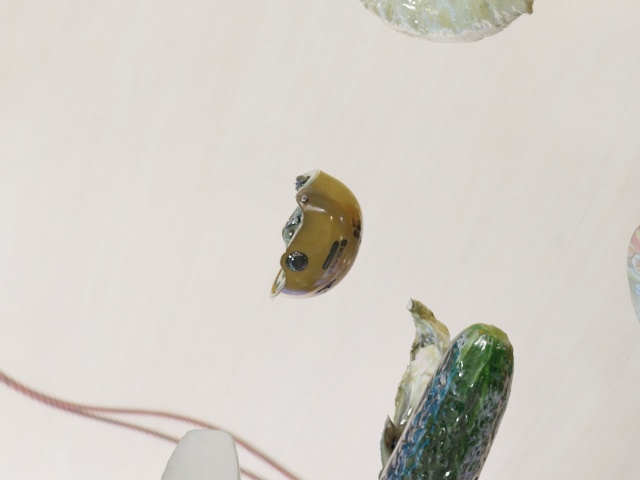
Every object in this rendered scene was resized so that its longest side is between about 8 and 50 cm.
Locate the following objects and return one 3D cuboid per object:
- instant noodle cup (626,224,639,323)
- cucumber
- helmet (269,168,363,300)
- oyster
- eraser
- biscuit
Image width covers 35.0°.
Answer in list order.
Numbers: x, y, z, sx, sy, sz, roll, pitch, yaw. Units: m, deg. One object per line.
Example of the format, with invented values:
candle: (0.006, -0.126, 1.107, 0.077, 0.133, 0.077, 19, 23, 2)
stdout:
instant noodle cup: (0.529, 0.053, 1.355, 0.153, 0.205, 0.204, -14, 111, -11)
cucumber: (0.098, 0.174, 0.821, 0.075, 0.074, 0.241, 26, 108, 12)
helmet: (0.000, 0.000, 1.644, 0.130, 0.198, 0.224, 13, 103, -2)
oyster: (0.104, 0.159, 0.906, 0.106, 0.061, 0.199, 11, 75, 33)
eraser: (-0.128, 0.368, 1.166, 0.095, 0.174, 0.270, 3, 132, 5)
biscuit: (0.098, -0.291, 1.003, 0.281, 0.084, 0.179, 41, 131, 28)
